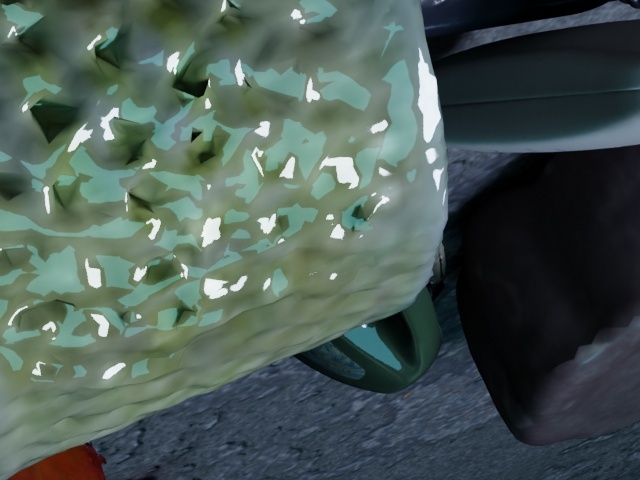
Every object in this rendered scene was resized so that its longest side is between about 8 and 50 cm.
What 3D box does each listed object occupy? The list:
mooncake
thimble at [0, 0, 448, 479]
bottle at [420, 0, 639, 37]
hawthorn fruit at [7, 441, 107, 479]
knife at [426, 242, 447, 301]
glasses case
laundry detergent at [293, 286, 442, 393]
[{"bbox_3d":[0.241,0.019,1.102,0.306,0.154,0.306,-21,154,-11],"label":"mooncake"},{"bbox_3d":[-0.088,-0.070,0.484,0.150,0.271,0.271,-21,155,-16],"label":"thimble"},{"bbox_3d":[0.070,-0.137,0.732,0.244,0.072,0.082,-11,109,-28],"label":"bottle"},{"bbox_3d":[-0.215,0.198,0.950,0.185,0.202,0.185,-14,151,-8],"label":"hawthorn fruit"},{"bbox_3d":[0.032,-0.015,0.964,0.089,0.043,0.365,-26,155,-5],"label":"knife"},{"bbox_3d":[0.123,-0.074,0.757,0.092,0.059,0.233,-14,-171,-29],"label":"glasses case"},{"bbox_3d":[0.000,0.000,0.860,0.078,0.144,0.222,-50,156,-18],"label":"laundry detergent"}]
